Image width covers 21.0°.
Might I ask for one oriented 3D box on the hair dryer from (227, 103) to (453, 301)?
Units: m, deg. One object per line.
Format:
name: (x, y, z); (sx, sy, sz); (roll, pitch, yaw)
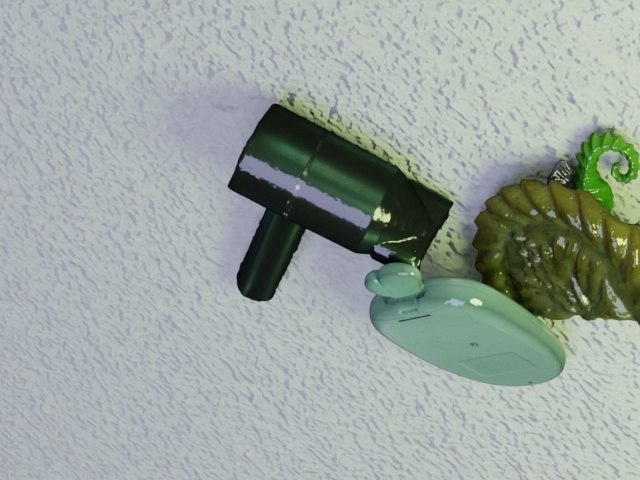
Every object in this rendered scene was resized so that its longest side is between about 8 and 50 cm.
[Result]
hair dryer: (0.000, 0.000, 2.053); (0.244, 0.116, 0.302); (29, 142, 2)

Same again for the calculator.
calculator: (0.163, 0.103, 2.004); (0.184, 0.042, 0.295); (-15, 143, 44)

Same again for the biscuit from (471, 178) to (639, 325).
biscuit: (0.263, 0.015, 1.915); (0.273, 0.036, 0.187); (2, 123, 48)

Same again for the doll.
doll: (0.304, -0.037, 1.911); (0.115, 0.050, 0.190); (14, 126, 19)
